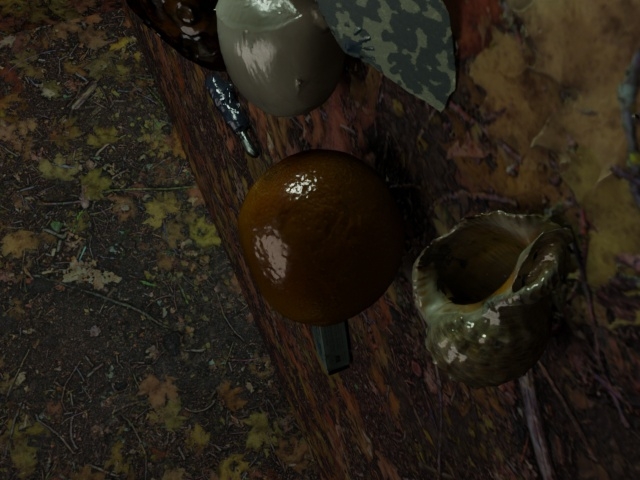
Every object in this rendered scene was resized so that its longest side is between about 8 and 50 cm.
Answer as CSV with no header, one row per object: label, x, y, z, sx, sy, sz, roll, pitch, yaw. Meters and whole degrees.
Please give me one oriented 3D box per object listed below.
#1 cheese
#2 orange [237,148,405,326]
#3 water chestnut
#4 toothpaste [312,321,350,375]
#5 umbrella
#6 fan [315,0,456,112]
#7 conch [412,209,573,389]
cheese,-0.052,-0.267,0.783,0.198,0.154,0.189,27,149,29
orange,0.000,0.000,0.824,0.264,0.264,0.264,57,160,34
water chestnut,-0.177,-0.420,0.902,0.289,0.244,0.289,43,178,2
toothpaste,0.017,0.179,1.305,0.089,0.071,0.313,-125,20,-50
umbrella,-0.225,-0.328,1.468,0.248,0.070,0.071,61,162,13
fan,0.063,-0.229,0.575,0.240,0.009,0.131,44,148,-14
conch,0.165,0.053,0.561,0.155,0.130,0.207,31,133,14
